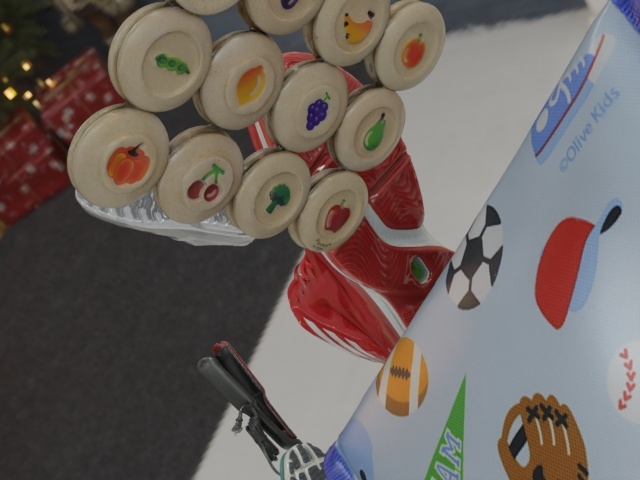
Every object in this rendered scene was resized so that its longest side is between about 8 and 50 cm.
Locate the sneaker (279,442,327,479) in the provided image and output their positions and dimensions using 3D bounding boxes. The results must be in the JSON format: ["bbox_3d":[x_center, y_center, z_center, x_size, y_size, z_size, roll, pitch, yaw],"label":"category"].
[{"bbox_3d":[-0.011,0.413,1.528,0.110,0.275,0.107,-19,-7,42],"label":"sneaker"}]

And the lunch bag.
[{"bbox_3d":[0.213,0.138,0.452,0.385,0.239,0.328,62,141,38],"label":"lunch bag"}]

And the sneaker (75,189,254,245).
[{"bbox_3d":[-0.220,-0.033,1.656,0.115,0.281,0.105,111,170,-58],"label":"sneaker"}]

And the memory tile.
[{"bbox_3d":[-0.016,-0.053,0.416,0.012,0.148,0.113,36,106,40],"label":"memory tile"}]

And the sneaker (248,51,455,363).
[{"bbox_3d":[0.000,0.000,0.639,0.128,0.221,0.087,-5,35,49],"label":"sneaker"}]

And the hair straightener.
[{"bbox_3d":[-0.099,0.256,1.594,0.047,0.230,0.089,-29,9,42],"label":"hair straightener"}]
